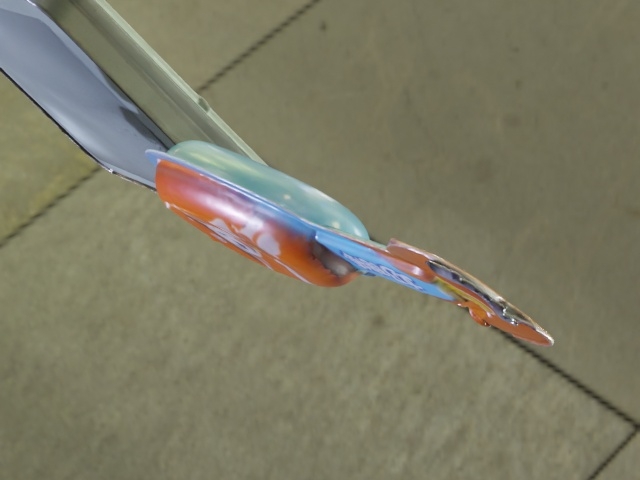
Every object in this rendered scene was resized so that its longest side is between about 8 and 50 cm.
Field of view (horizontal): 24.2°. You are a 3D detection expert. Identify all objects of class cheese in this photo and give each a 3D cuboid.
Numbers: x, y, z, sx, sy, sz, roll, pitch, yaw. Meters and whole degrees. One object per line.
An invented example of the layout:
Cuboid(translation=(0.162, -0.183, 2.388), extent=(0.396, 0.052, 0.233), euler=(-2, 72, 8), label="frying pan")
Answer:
Cuboid(translation=(0.000, 0.000, 0.653), extent=(0.256, 0.106, 0.037), euler=(22, 81, 52), label="cheese")

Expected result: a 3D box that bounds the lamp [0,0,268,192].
Cuboid(translation=(-0.173, -0.117, 1.108), extent=(0.269, 0.266, 0.047), euler=(22, 72, 50), label="lamp")
